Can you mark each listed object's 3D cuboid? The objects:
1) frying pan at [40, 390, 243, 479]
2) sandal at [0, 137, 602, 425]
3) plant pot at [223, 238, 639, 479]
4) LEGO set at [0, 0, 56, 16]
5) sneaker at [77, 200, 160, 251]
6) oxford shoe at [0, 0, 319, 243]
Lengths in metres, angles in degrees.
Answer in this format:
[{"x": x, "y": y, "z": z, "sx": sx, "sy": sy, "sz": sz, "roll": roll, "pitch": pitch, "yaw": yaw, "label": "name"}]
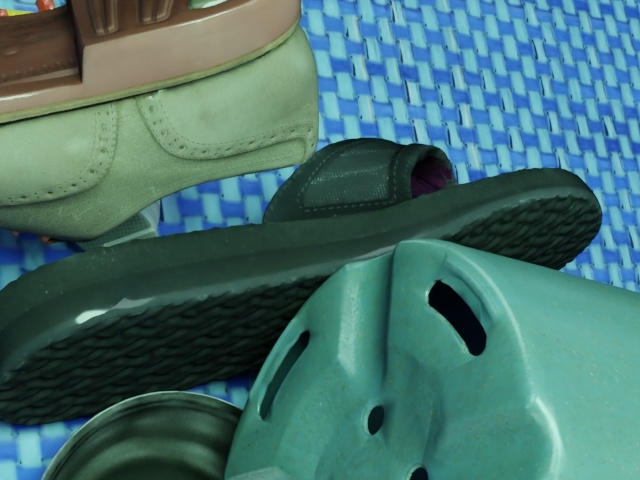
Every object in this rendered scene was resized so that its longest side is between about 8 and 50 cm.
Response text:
[{"x": -0.126, "y": 0.197, "z": 0.714, "sx": 0.326, "sy": 0.053, "sz": 0.197, "roll": -18, "pitch": 85, "yaw": -39, "label": "frying pan"}, {"x": 0.000, "y": -0.001, "z": 0.819, "sx": 0.446, "sy": 0.167, "sz": 0.107, "roll": -8, "pitch": 61, "yaw": -38, "label": "sandal"}, {"x": 0.146, "y": 0.166, "z": 0.732, "sx": 0.334, "sy": 0.341, "sz": 0.341, "roll": 19, "pitch": 63, "yaw": -31, "label": "plant pot"}, {"x": -0.213, "y": -0.177, "z": 0.765, "sx": 0.244, "sy": 0.060, "sz": 0.182, "roll": 36, "pitch": 41, "yaw": -18, "label": "LEGO set"}, {"x": -0.159, "y": -0.045, "z": 0.789, "sx": 0.152, "sy": 0.053, "sz": 0.061, "roll": 32, "pitch": 33, "yaw": -17, "label": "sneaker"}, {"x": -0.166, "y": -0.037, "z": 0.664, "sx": 0.123, "sy": 0.348, "sz": 0.130, "roll": -99, "pitch": 174, "yaw": -53, "label": "oxford shoe"}]
